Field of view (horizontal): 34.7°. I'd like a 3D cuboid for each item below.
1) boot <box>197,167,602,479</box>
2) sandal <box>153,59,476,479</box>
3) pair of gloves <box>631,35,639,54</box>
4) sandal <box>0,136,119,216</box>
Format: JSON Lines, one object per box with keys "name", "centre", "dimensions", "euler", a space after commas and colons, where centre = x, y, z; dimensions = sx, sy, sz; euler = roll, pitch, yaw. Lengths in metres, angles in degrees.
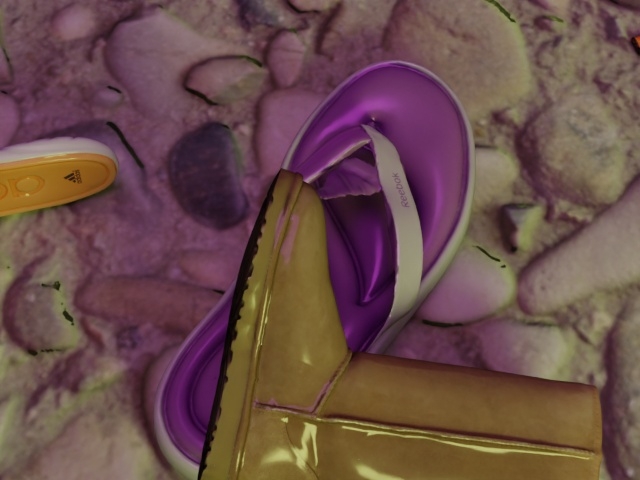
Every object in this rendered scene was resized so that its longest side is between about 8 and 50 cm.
{"name": "boot", "centre": [0.066, 0.091, 0.719], "dimensions": [0.270, 0.089, 0.236], "euler": [12, 92, -8]}
{"name": "sandal", "centre": [0.014, 0.005, 0.808], "dimensions": [0.169, 0.102, 0.416], "euler": [22, 64, 10]}
{"name": "pair of gloves", "centre": [0.340, -0.171, 0.958], "dimensions": [0.074, 0.010, 0.083], "euler": [-19, 61, -9]}
{"name": "sandal", "centre": [-0.289, -0.020, 0.819], "dimensions": [0.265, 0.102, 0.076], "euler": [-14, 61, -10]}
